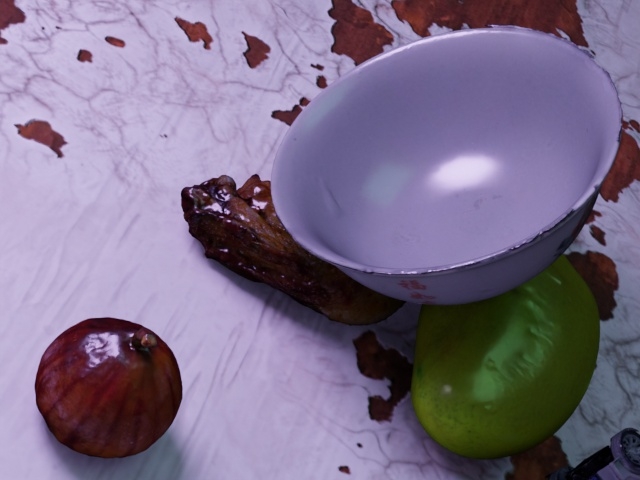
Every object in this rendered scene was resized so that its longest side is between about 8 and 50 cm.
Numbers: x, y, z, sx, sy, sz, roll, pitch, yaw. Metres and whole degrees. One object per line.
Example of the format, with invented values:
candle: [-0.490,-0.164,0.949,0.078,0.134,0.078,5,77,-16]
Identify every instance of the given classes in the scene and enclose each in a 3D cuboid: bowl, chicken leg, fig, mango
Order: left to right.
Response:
fig: [-0.184,0.117,1.326,0.128,0.150,0.128,-5,54,7]
chicken leg: [0.002,0.009,1.605,0.322,0.083,0.177,25,35,-14]
bowl: [0.135,-0.042,1.526,0.345,0.345,0.157,-90,164,-46]
mango: [0.188,0.113,1.590,0.185,0.149,0.273,25,48,-12]

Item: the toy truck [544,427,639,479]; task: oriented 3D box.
toy truck: [0.251,0.302,1.483,0.268,0.124,0.155,-28,79,-46]
